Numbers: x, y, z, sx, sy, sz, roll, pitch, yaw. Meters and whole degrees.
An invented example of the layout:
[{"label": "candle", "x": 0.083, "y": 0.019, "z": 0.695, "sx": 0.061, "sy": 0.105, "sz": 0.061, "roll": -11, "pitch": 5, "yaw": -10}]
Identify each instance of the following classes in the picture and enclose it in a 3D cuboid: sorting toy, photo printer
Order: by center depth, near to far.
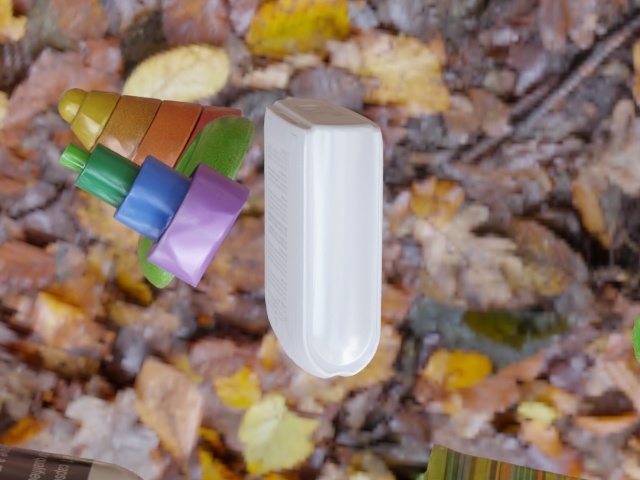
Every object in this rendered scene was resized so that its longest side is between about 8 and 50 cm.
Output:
[{"label": "sorting toy", "x": -0.127, "y": -0.056, "z": 0.980, "sx": 0.126, "sy": 0.365, "sz": 0.127, "roll": 30, "pitch": 95, "yaw": -10}, {"label": "photo printer", "x": 0.000, "y": 0.000, "z": 1.705, "sx": 0.107, "sy": 0.256, "sz": 0.308, "roll": -2, "pitch": 102, "yaw": -12}]

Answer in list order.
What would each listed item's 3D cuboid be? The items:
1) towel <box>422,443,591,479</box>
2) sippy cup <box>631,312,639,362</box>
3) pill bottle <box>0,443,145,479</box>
[{"label": "towel", "x": 0.172, "y": 0.163, "z": 0.801, "sx": 0.237, "sy": 0.102, "sz": 0.021, "roll": 10, "pitch": 118, "yaw": 4}, {"label": "sippy cup", "x": 0.451, "y": 0.137, "z": 1.390, "sx": 0.305, "sy": 0.240, "sz": 0.224, "roll": 46, "pitch": 129, "yaw": 8}, {"label": "pill bottle", "x": -0.174, "y": 0.158, "z": 0.535, "sx": 0.322, "sy": 0.182, "sz": 0.181, "roll": 11, "pitch": 136, "yaw": -5}]
